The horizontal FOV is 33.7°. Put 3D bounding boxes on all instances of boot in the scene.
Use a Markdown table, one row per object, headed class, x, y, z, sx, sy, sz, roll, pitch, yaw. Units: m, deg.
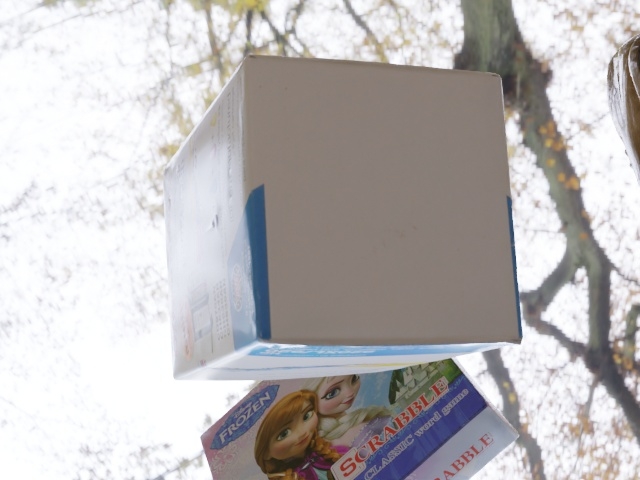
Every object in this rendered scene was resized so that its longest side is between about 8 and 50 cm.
| class | x | y | z | sx | sy | sz | roll | pitch | yaw |
| --- | --- | --- | --- | --- | --- | --- | --- | --- | --- |
| boot | 0.430 | -0.107 | 1.317 | 0.112 | 0.115 | 0.305 | -12 | -88 | -13 |

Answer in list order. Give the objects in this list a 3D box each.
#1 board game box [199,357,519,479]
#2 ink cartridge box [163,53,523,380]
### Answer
| class | x | y | z | sx | sy | sz | roll | pitch | yaw |
| --- | --- | --- | --- | --- | --- | --- | --- | --- | --- |
| board game box | 0.023 | 0.222 | 1.195 | 0.318 | 0.066 | 0.318 | -42 | -152 | 3 |
| ink cartridge box | 0.000 | 0.000 | 0.708 | 0.168 | 0.232 | 0.171 | 1 | -102 | -20 |
